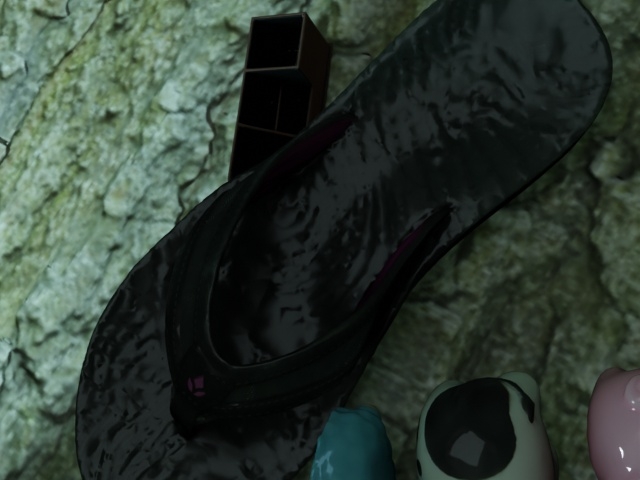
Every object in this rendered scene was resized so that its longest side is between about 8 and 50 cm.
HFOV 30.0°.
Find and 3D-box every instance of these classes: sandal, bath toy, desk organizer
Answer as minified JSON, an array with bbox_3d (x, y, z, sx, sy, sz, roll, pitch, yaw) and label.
[{"bbox_3d":[-0.001,-0.003,0.741,0.167,0.107,0.446,41,88,11],"label":"sandal"},{"bbox_3d":[0.163,0.138,0.633,0.348,0.129,0.151,-14,100,17],"label":"bath toy"},{"bbox_3d":[-0.028,-0.091,0.838,0.047,0.050,0.130,-1,70,21],"label":"desk organizer"}]
